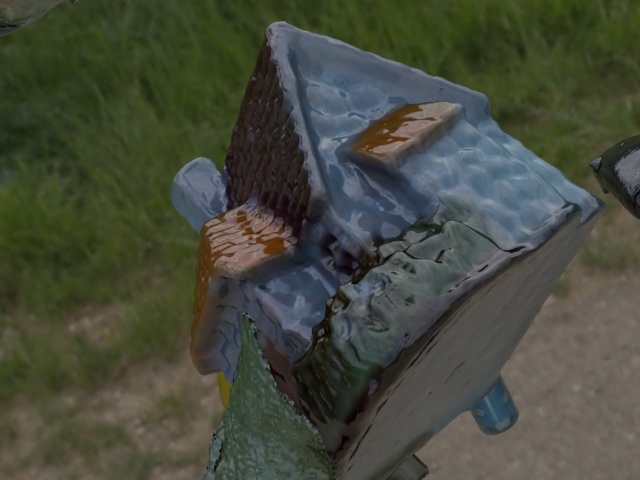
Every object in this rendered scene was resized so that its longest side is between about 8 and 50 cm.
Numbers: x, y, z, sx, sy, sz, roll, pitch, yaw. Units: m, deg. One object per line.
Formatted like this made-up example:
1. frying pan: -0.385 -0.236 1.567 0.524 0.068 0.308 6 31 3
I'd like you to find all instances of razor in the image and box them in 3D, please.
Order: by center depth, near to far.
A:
1. razor: 0.346 -0.073 1.617 0.090 0.054 0.148 -28 20 0

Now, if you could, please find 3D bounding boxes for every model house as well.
1. model house: 0.000 0.000 1.300 0.297 0.360 0.339 -33 69 -32

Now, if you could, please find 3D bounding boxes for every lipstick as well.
1. lipstick: 0.155 0.129 1.559 0.048 0.158 0.048 -21 29 12

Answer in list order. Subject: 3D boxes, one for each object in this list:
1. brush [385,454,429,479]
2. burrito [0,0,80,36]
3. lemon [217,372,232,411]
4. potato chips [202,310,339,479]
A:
1. brush: 0.003 0.152 1.460 0.043 0.248 0.036 -45 1 12
2. burrito: -0.295 -0.278 1.575 0.096 0.066 0.309 29 34 11
3. lemon: -0.024 0.144 1.637 0.178 0.203 0.178 11 41 -10
4. potato chips: -0.038 0.180 1.135 0.167 0.059 0.228 -49 55 35
